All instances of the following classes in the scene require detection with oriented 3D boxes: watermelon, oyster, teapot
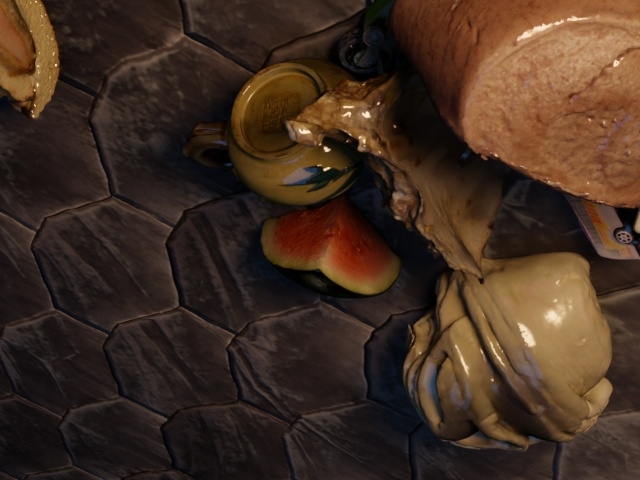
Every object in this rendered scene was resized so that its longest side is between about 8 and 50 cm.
[{"bbox_3d":[-0.004,0.021,1.553,0.145,0.137,0.193,-16,171,34],"label":"watermelon"},{"bbox_3d":[0.117,-0.105,1.286,0.111,0.204,0.396,20,168,40],"label":"oyster"},{"bbox_3d":[-0.023,-0.111,1.378,0.269,0.173,0.182,-8,157,23],"label":"teapot"}]

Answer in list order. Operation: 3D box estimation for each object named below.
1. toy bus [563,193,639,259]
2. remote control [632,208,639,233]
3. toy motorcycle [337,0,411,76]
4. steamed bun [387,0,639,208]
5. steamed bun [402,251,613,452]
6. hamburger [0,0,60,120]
[{"bbox_3d":[0.326,-0.049,1.375,0.072,0.057,0.172,-4,135,40],"label":"toy bus"},{"bbox_3d":[0.454,-0.025,1.333,0.190,0.029,0.088,15,96,6],"label":"remote control"},{"bbox_3d":[0.101,-0.227,1.261,0.106,0.074,0.190,27,141,-21],"label":"toy motorcycle"},{"bbox_3d":[0.237,-0.181,1.102,0.301,0.251,0.199,14,128,-26],"label":"steamed bun"},{"bbox_3d":[0.238,0.166,1.541,0.275,0.206,0.320,9,136,16],"label":"steamed bun"},{"bbox_3d":[-0.399,-0.252,1.416,0.155,0.135,0.208,14,157,33],"label":"hamburger"}]
